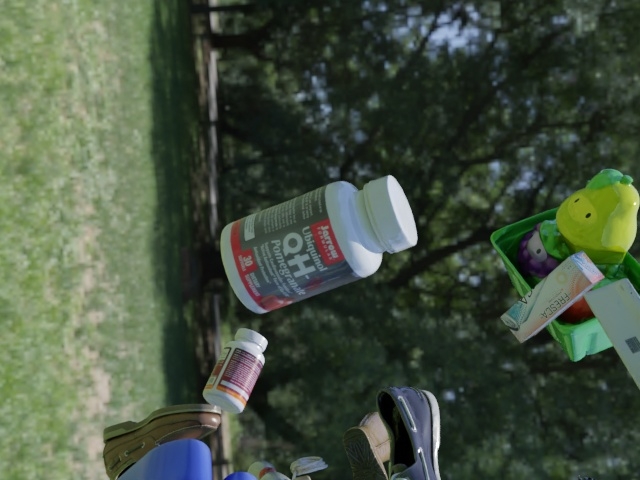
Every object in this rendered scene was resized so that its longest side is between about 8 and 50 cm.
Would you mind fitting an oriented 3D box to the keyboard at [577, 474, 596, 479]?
[{"bbox_3d":[0.638,0.629,2.290,0.201,0.033,0.317,47,24,11],"label":"keyboard"}]

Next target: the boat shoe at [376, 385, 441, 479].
[{"bbox_3d":[0.087,0.249,1.067,0.075,0.065,0.206,-31,-132,42],"label":"boat shoe"}]

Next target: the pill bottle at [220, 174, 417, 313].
[{"bbox_3d":[0.000,0.000,1.799,0.176,0.319,0.176,56,22,-36],"label":"pill bottle"}]

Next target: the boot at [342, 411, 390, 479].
[{"bbox_3d":[0.145,0.561,2.598,0.269,0.089,0.236,14,62,-75],"label":"boot"}]

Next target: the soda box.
[{"bbox_3d":[0.402,0.099,1.780,0.063,0.058,0.183,53,-55,16],"label":"soda box"}]

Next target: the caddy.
[{"bbox_3d":[-0.246,0.494,1.689,0.341,0.241,0.179,-43,-156,22],"label":"caddy"}]

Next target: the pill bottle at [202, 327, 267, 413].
[{"bbox_3d":[-0.161,0.252,1.994,0.086,0.086,0.152,94,19,-63],"label":"pill bottle"}]

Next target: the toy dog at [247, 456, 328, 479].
[{"bbox_3d":[-0.102,0.618,2.390,0.334,0.220,0.161,3,82,-81],"label":"toy dog"}]

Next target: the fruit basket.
[{"bbox_3d":[0.576,0.026,2.289,0.392,0.283,0.392,159,-90,-82],"label":"fruit basket"}]

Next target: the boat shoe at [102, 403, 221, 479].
[{"bbox_3d":[-0.288,0.377,1.886,0.307,0.111,0.104,-27,-123,41],"label":"boat shoe"}]

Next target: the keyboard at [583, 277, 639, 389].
[{"bbox_3d":[0.459,0.147,1.467,0.014,0.072,0.256,59,8,-38],"label":"keyboard"}]
